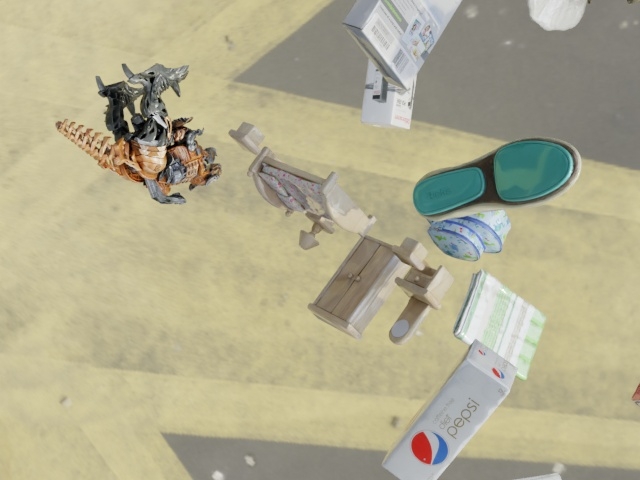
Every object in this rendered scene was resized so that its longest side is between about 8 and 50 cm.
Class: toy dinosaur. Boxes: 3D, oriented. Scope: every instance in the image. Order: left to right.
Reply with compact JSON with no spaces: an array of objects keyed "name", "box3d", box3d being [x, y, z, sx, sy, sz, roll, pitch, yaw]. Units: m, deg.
[{"name":"toy dinosaur","box3d":[-0.284,-0.171,1.790,0.164,0.322,0.218,-8,80,18]}]

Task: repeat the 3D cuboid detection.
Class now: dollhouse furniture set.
[{"name":"dollhouse furniture set","box3d":[0.000,0.000,1.808,0.174,0.303,0.355,-54,132,-12]}]

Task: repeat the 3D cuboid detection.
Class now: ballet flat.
[{"name":"ballet flat","box3d":[0.225,-0.072,1.327,0.086,0.248,0.086,8,78,-45]}]

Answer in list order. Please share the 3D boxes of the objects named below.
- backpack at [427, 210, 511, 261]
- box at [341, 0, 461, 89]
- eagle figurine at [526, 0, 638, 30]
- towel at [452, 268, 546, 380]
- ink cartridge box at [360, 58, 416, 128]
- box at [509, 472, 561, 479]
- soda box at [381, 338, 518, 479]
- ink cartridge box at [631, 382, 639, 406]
[{"name":"backpack","box3d":[0.227,-0.018,1.659,0.105,0.114,0.084,50,57,-48]},{"name":"box","box3d":[0.117,-0.306,1.370,0.186,0.038,0.145,-58,144,-6]},{"name":"eagle figurine","box3d":[0.292,-0.341,1.063,0.225,0.298,0.226,7,126,-18]},{"name":"towel","box3d":[0.264,0.126,1.596,0.152,0.023,0.113,35,68,-27]},{"name":"ink cartridge box","box3d":[0.114,-0.250,1.746,0.099,0.056,0.135,-3,101,-68]},{"name":"box","box3d":[0.099,0.338,1.287,0.232,0.322,0.058,10,63,-53]},{"name":"soda box","box3d":[0.174,0.240,1.468,0.074,0.069,0.216,36,116,5]},{"name":"ink cartridge box","box3d":[0.413,0.061,0.854,0.207,0.117,0.283,32,82,-5]}]
